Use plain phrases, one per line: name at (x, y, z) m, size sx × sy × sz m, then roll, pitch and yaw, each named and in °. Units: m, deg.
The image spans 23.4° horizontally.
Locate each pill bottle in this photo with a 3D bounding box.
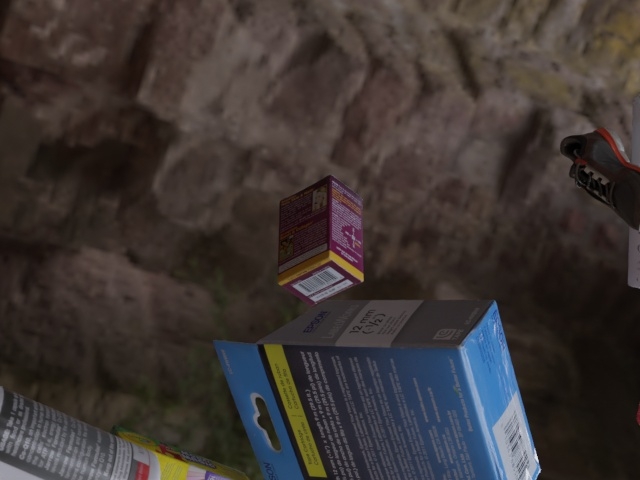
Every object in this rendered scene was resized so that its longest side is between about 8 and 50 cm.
pill bottle at (-0.334, 0.254, 1.697) m, size 0.161 × 0.283 × 0.161 m, roll -53°, pitch -159°, yaw 29°

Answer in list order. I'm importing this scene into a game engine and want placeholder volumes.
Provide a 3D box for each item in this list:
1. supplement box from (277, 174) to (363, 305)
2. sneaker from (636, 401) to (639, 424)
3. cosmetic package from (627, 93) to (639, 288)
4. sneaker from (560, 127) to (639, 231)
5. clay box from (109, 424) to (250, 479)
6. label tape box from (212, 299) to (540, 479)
supplement box at (0.000, 0.000, 1.201) m, size 0.055 × 0.043 × 0.083 m, roll -27°, pitch -135°, yaw 32°
sneaker at (0.424, 0.233, 1.468) m, size 0.136 × 0.314 × 0.116 m, roll -35°, pitch -174°, yaw 38°
cosmetic package at (0.451, -0.051, 1.615) m, size 0.224 × 0.138 × 0.225 m, roll 14°, pitch -59°, yaw 32°
sneaker at (0.280, -0.056, 1.531) m, size 0.158 × 0.064 × 0.061 m, roll -113°, pitch -156°, yaw -56°
clay box at (-0.182, 0.326, 1.914) m, size 0.127 × 0.222 × 0.053 m, roll -62°, pitch -154°, yaw 6°
label tape box at (0.068, 0.200, 1.882) m, size 0.347 × 0.249 × 0.115 m, roll 0°, pitch -150°, yaw 34°
